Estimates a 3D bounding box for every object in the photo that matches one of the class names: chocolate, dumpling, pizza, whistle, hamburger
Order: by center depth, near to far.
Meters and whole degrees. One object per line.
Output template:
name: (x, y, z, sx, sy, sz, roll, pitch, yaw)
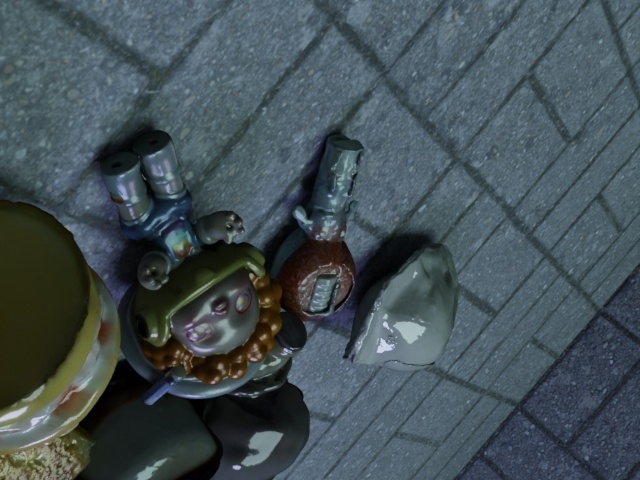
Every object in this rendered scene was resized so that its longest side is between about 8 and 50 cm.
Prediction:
hamburger: (-0.372, 0.112, 1.141, 0.303, 0.261, 0.186, -22, 152, -9)
pizza: (-0.454, 0.283, 1.375, 0.268, 0.087, 0.257, -43, 131, -21)
chocolate: (-0.269, 0.345, 1.606, 0.283, 0.186, 0.283, -44, 153, -29)
whistle: (0.001, 0.001, 1.667, 0.142, 0.133, 0.346, 7, 119, -15)
dumpling: (0.182, 0.128, 2.042, 0.341, 0.181, 0.260, 10, 110, -34)

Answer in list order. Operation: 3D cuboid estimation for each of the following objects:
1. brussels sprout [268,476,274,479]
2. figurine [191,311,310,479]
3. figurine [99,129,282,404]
brussels sprout: (-0.146, 0.422, 1.994, 0.151, 0.122, 0.149, -44, 155, -6)
figurine: (-0.115, 0.265, 1.750, 0.248, 0.203, 0.380, -23, 142, -34)
figurine: (-0.176, 0.021, 1.402, 0.225, 0.205, 0.381, -24, 125, -32)
